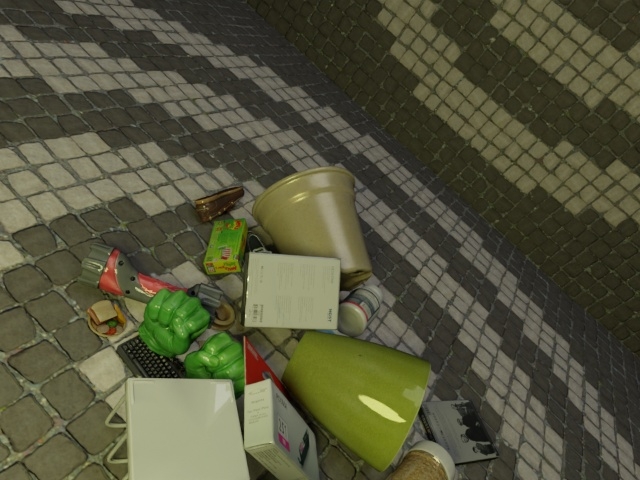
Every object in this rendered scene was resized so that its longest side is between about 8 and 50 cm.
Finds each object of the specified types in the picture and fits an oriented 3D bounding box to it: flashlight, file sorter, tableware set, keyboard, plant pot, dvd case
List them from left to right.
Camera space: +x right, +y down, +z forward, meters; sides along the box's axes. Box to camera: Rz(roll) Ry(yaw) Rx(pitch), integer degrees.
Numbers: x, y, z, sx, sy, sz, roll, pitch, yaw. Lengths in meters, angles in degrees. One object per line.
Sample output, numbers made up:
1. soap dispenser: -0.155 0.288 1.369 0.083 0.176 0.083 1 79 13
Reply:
1. flashlight: -0.373 0.097 1.093 0.304 0.103 0.103 20 50 -14
2. keyboard: -0.335 0.270 1.026 0.180 0.023 0.108 48 34 12
3. file sorter: -0.248 0.400 0.817 0.193 0.173 0.277 13 42 -36
4. tableware set: -0.231 0.219 1.172 0.128 0.039 0.194 9 44 -38
5. plant pot: 0.000 0.000 1.443 0.334 0.334 0.305 1 60 -44
6. plant pot: 0.066 0.342 1.150 0.293 0.275 0.275 26 32 7
7. dvd case: 0.394 0.549 1.399 0.239 0.029 0.179 11 42 -35

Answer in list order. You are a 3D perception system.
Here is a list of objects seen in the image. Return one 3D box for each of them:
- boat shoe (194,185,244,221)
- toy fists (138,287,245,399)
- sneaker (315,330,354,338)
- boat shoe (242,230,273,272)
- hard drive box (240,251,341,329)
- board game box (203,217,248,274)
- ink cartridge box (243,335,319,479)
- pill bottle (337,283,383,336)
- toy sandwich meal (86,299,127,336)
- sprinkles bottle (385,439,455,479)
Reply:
1. boat shoe: -0.302 -0.113 1.481 0.207 0.073 0.073 -34 113 -52
2. toy fists: -0.261 0.221 1.011 0.279 0.142 0.096 46 23 9
3. sneaker: 0.049 0.298 1.350 0.162 0.063 0.073 31 51 -6
4. boat shoe: -0.158 0.075 1.353 0.113 0.105 0.306 14 41 -33
5. hard drive box: -0.074 0.126 1.209 0.232 0.089 0.181 5 84 -15
6. board game box: -0.258 0.013 1.345 0.092 0.043 0.181 -6 40 4
7. ink cartridge box: -0.078 0.357 0.999 0.239 0.060 0.275 -98 168 -45
8. pill bottle: 0.120 0.204 1.470 0.108 0.108 0.180 44 33 8
9. toy sandwich meal: -0.451 0.165 1.030 0.085 0.029 0.085 26 35 -20
10. sprinkles bottle: 0.177 0.582 1.065 0.121 0.121 0.355 50 35 16
